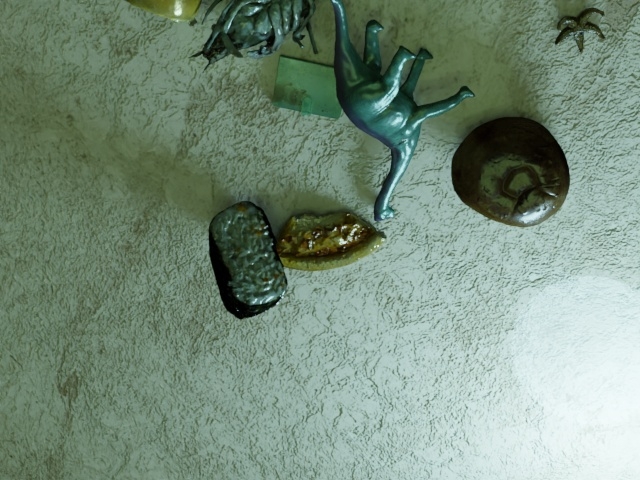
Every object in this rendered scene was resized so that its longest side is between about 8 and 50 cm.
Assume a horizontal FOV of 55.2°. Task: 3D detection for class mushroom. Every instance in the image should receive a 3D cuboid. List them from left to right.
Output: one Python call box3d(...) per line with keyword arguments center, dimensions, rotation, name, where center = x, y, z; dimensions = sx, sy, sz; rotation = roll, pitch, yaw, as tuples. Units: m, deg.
box3d(center=(0.365, -0.125, 1.152), dimensions=(0.231, 0.138, 0.194), rotation=(15, 118, -4), name="mushroom")

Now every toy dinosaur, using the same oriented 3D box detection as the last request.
box3d(center=(0.077, -0.207, 1.115), dimensions=(0.383, 0.129, 0.331), rotation=(21, 120, -32), name="toy dinosaur")

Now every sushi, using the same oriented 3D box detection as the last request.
box3d(center=(-0.152, 0.037, 1.237), dimensions=(0.136, 0.225, 0.126), rotation=(-9, 155, -28), name="sushi")

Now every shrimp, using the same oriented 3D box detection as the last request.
box3d(center=(-0.059, -0.415, 1.028), dimensions=(0.410, 0.166, 0.221), rotation=(-37, 108, 8), name="shrimp")

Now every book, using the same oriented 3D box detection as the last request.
box3d(center=(-0.019, -0.287, 1.163), dimensions=(0.135, 0.017, 0.103), rotation=(11, 118, -2), name="book")

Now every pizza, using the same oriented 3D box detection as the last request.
box3d(center=(0.004, 0.004, 1.297), dimensions=(0.271, 0.056, 0.134), rotation=(0, 127, 4), name="pizza")

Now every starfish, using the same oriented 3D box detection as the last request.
box3d(center=(0.459, -0.371, 1.076), dimensions=(0.091, 0.028, 0.078), rotation=(12, 124, -5), name="starfish")

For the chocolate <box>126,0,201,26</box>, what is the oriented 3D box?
box3d(center=(-0.208, -0.569, 0.938), dimensions=(0.162, 0.162, 0.445), rotation=(23, 120, -8), name="chocolate")
